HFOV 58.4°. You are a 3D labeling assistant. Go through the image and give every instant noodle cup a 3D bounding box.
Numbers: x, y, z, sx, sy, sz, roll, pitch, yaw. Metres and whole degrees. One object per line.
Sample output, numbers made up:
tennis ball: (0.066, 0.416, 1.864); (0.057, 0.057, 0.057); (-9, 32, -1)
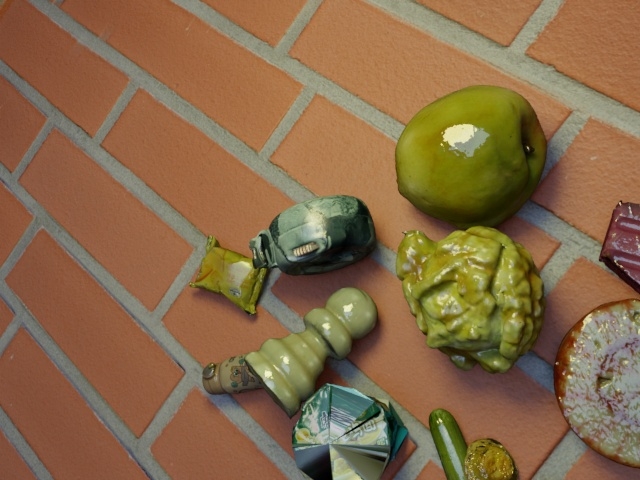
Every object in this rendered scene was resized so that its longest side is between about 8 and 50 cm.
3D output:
instant noodle cup: (0.073, 0.448, 1.308); (0.241, 0.178, 0.240); (-5, 77, 21)

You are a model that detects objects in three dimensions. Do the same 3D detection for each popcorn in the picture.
popcorn: (0.328, 0.111, 1.218); (0.279, 0.275, 0.335); (-12, 102, 58)

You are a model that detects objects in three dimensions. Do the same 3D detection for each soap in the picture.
soap: (0.729, 0.041, 1.160); (0.289, 0.112, 0.182); (15, 86, 24)

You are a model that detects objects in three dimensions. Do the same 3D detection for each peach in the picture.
peach: (0.327, -0.187, 1.282); (0.316, 0.282, 0.313); (11, 89, 33)

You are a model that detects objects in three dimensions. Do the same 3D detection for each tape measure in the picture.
tape measure: (0.000, 0.000, 1.391); (0.275, 0.256, 0.147); (-29, 69, 43)

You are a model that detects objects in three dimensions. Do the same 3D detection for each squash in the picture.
squash: (0.302, 0.490, 1.267); (0.069, 0.069, 0.238); (-24, 71, 16)

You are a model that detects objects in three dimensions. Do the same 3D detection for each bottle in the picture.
bottle: (-0.209, 0.343, 1.483); (0.209, 0.110, 0.097); (-17, 42, 18)

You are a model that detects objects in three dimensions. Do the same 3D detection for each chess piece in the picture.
chess piece: (-0.004, 0.242, 1.363); (0.330, 0.182, 0.182); (-39, 65, -17)

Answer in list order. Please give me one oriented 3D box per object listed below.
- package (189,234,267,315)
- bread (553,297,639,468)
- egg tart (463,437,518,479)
package: (-0.249, 0.092, 1.561); (0.227, 0.090, 0.168); (19, 89, 22)
bread: (0.628, 0.282, 1.152); (0.295, 0.114, 0.327); (4, 81, 24)
egg tart: (0.365, 0.485, 1.220); (0.131, 0.052, 0.130); (6, 57, -10)
